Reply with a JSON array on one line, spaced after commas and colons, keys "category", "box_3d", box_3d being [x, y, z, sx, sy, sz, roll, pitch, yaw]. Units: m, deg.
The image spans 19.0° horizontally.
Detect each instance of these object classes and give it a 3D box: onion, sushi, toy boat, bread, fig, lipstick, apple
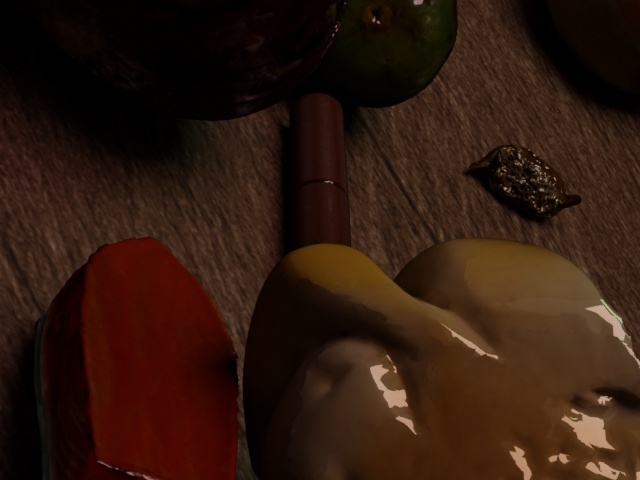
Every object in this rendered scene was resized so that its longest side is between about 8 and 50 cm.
[{"category": "onion", "box_3d": [-0.126, -0.250, 1.650, 0.336, 0.260, 0.282, 25, 63, 16]}, {"category": "sushi", "box_3d": [0.212, -0.062, 1.999, 0.120, 0.052, 0.055, 37, 18, -15]}, {"category": "toy boat", "box_3d": [-0.141, 0.122, 1.354, 0.145, 0.133, 0.332, 23, 27, -18]}, {"category": "bread", "box_3d": [0.091, 0.208, 1.294, 0.245, 0.329, 0.424, 4, 77, -42]}, {"category": "fig", "box_3d": [0.032, -0.242, 1.889, 0.195, 0.195, 0.245, 25, 18, -27]}, {"category": "lipstick", "box_3d": [0.000, 0.000, 1.693, 0.057, 0.057, 0.357, 27, 36, -24]}, {"category": "apple", "box_3d": [0.401, -0.303, 2.287, 0.257, 0.257, 0.234, 13, 47, -39]}]
